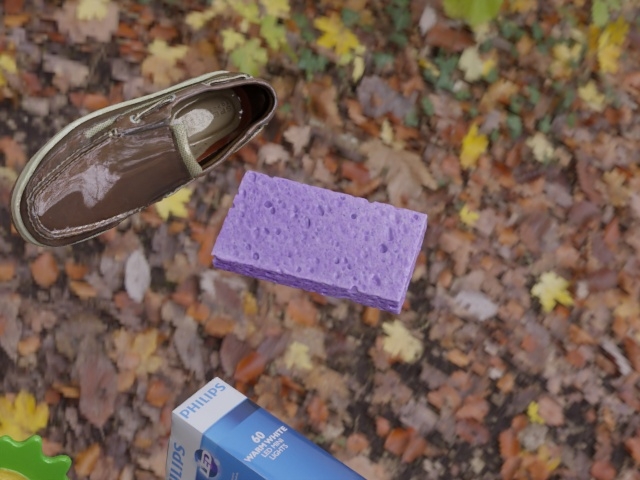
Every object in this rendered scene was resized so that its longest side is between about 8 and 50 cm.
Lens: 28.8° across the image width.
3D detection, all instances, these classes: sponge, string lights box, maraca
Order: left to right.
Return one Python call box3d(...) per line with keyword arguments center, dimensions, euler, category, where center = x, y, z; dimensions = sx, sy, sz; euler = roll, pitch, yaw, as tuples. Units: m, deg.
box3d(center=(-0.359, 0.297, 1.406), dimensions=(0.127, 0.186, 0.099), euler=(39, 11, -20), category="maraca")
box3d(center=(-0.037, 0.266, 1.250), dimensions=(0.259, 0.133, 0.077), euler=(32, 43, 22), category="string lights box")
box3d(center=(0.000, 0.000, 1.344), dimensions=(0.210, 0.031, 0.117), euler=(14, 60, 9), category="sponge")

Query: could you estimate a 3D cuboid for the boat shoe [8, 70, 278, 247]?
box3d(center=(-0.142, -0.078, 1.051), dimensions=(0.257, 0.095, 0.095), euler=(-39, 114, -31), category="boat shoe")
